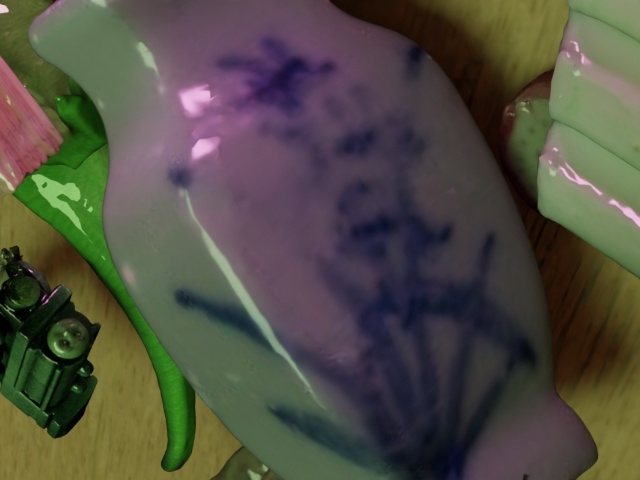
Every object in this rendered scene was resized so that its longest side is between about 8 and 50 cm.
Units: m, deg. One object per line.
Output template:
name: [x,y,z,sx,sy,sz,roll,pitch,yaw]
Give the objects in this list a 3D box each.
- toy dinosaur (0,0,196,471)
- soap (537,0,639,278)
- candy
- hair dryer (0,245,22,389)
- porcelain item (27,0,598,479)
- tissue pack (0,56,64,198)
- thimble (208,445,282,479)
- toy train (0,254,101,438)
toy dinosaur: [-0.253,-0.069,1.226,0.374,0.144,0.500,25,129,29]
soap: [0.309,-0.024,0.702,0.446,0.156,0.261,39,143,34]
candy: [0.157,-0.055,0.971,0.103,0.043,0.103,21,132,25]
hair dryer: [-0.293,0.022,1.342,0.206,0.075,0.237,57,153,-3]
porcelain item: [0.000,0.000,0.997,0.405,0.242,0.178,60,158,-5]
tissue pack: [-0.314,-0.161,1.055,0.170,0.071,0.325,-19,112,52]
thimble: [-0.016,0.258,1.171,0.195,0.291,0.291,45,138,-3]
toy train: [-0.216,0.081,1.222,0.111,0.071,0.170,38,153,2]
